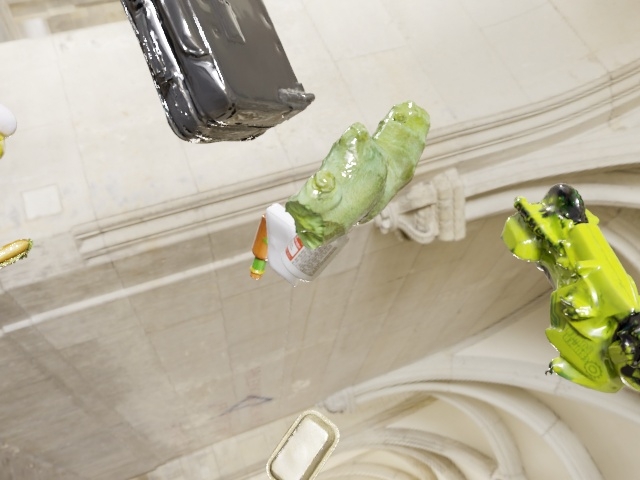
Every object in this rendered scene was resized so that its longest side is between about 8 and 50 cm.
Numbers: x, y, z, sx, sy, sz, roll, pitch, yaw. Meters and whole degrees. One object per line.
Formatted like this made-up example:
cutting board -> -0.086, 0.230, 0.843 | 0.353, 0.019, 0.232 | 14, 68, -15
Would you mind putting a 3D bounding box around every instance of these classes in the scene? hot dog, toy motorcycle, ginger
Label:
hot dog -> -0.358, 0.023, 0.654 | 0.021, 0.083, 0.037 | 57, -23, 5
toy motorcycle -> 0.385, 0.081, 0.865 | 0.206, 0.142, 0.342 | 113, -27, -44
ginger -> 0.061, -0.091, 0.751 | 0.089, 0.290, 0.137 | 12, -62, 36

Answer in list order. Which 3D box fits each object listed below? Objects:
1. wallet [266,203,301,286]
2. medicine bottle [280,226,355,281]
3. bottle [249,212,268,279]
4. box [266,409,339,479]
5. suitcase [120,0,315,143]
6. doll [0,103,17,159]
wallet -> -0.071, 0.012, 1.184 | 0.095, 0.033, 0.190 | 37, -34, 25
medicine bottle -> 0.000, 0.000, 1.026 | 0.140, 0.079, 0.079 | -49, -133, 23
bottle -> -0.154, 0.020, 1.615 | 0.069, 0.069, 0.187 | 53, -51, 54
box -> -0.038, 0.458, 1.272 | 0.111, 0.177, 0.111 | 35, -14, 10
suitcase -> -0.196, -0.359, 1.077 | 0.339, 0.188, 0.345 | -21, 89, -64
doll -> -0.461, -0.246, 0.595 | 0.187, 0.375, 0.366 | -96, -158, -69
